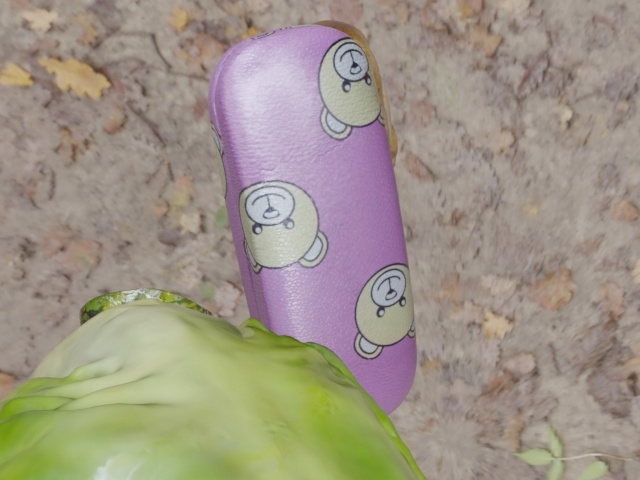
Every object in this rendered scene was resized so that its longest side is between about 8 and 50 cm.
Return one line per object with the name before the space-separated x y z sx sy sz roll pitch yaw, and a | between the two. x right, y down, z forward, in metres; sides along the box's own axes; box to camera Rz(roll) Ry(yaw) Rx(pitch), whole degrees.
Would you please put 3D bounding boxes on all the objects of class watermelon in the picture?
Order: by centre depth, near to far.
watermelon | -0.220 0.106 1.187 0.163 0.087 0.068 -8 61 12

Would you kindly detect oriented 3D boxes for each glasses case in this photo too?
glasses case | 0.000 0.000 0.745 0.123 0.076 0.316 -17 110 -21

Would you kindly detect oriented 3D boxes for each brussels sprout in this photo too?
brussels sprout | -0.065 0.162 0.419 0.259 0.227 0.294 -54 39 30

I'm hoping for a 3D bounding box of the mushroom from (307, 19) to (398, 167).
mushroom | 0.017 -0.155 1.254 0.154 0.253 0.253 -7 78 -4
